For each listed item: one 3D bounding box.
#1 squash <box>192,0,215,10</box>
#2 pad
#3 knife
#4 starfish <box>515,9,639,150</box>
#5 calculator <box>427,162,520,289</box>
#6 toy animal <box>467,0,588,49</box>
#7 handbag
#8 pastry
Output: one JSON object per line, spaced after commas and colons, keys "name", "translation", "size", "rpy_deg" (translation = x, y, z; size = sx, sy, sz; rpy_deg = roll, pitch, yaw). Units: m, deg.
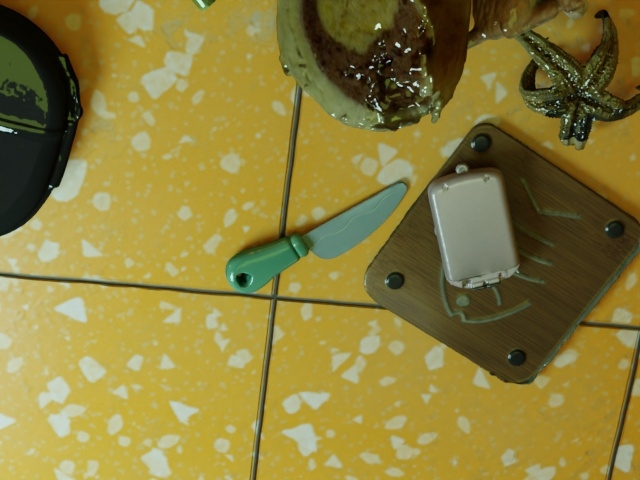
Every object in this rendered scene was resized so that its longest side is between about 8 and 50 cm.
{"name": "squash", "translation": [-0.159, -0.312, 1.680], "size": [0.027, 0.027, 0.083], "rpy_deg": [-39, 110, 11]}
{"name": "pad", "translation": [0.238, 0.025, 1.851], "size": [0.286, 0.018, 0.284], "rpy_deg": [32, 107, -14]}
{"name": "knife", "translation": [0.000, 0.001, 1.818], "size": [0.260, 0.034, 0.063], "rpy_deg": [-24, 116, 2]}
{"name": "starfish", "translation": [0.315, -0.207, 1.735], "size": [0.146, 0.074, 0.190], "rpy_deg": [-41, 107, 18]}
{"name": "calculator", "translation": [0.196, -0.017, 1.804], "size": [0.100, 0.032, 0.175], "rpy_deg": [-13, 111, 2]}
{"name": "toy animal", "translation": [0.201, -0.329, 1.660], "size": [0.184, 0.104, 0.185], "rpy_deg": [-22, 116, 6]}
{"name": "handbag", "translation": [-0.425, -0.137, 1.697], "size": [0.254, 0.093, 0.308], "rpy_deg": [18, 110, -10]}
{"name": "pastry", "translation": [0.076, -0.264, 1.637], "size": [0.170, 0.237, 0.256], "rpy_deg": [-19, 109, -38]}
